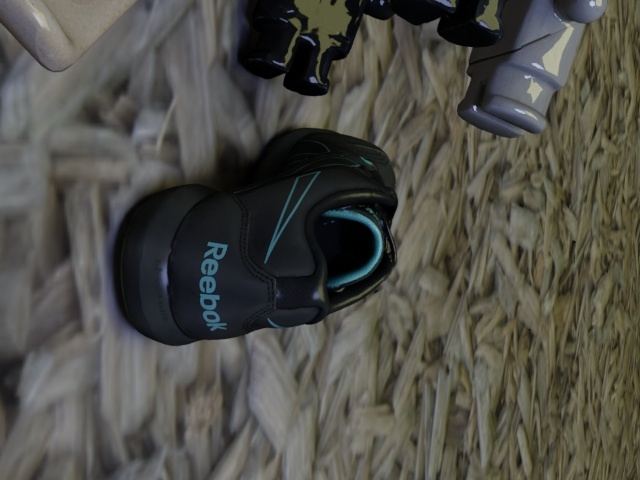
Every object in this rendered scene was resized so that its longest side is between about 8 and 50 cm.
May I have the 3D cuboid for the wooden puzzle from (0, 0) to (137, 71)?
[{"bbox_3d":[-0.099,-0.195,0.391,0.221,0.044,0.239,48,40,-16],"label":"wooden puzzle"}]

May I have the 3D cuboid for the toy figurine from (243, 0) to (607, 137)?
[{"bbox_3d":[0.038,-0.159,0.610,0.213,0.209,0.148,36,71,-63],"label":"toy figurine"}]

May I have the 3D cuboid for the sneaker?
[{"bbox_3d":[0.000,0.000,0.677,0.267,0.106,0.101,-35,123,-61],"label":"sneaker"}]
